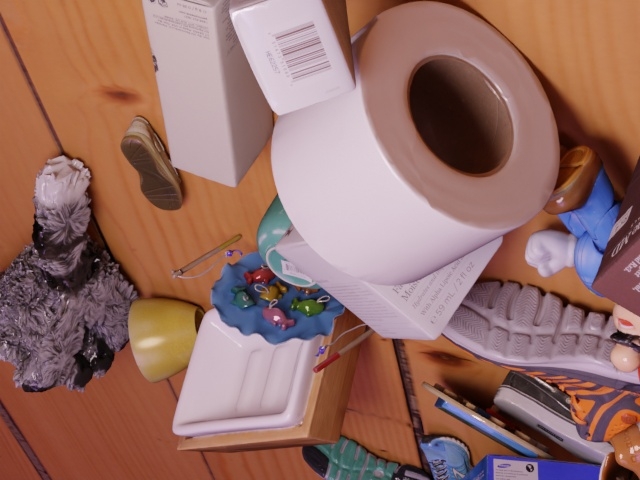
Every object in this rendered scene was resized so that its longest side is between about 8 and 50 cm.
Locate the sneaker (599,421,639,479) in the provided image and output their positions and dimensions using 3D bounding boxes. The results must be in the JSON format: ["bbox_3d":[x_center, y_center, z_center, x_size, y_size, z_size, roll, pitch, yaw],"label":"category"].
[{"bbox_3d":[0.408,0.299,1.470,0.123,0.106,0.290,-16,140,6],"label":"sneaker"}]

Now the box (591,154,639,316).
[{"bbox_3d":[0.387,-0.025,1.100,0.167,0.203,0.168,31,144,0],"label":"box"}]

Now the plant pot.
[{"bbox_3d":[-0.226,0.145,1.826,0.095,0.134,0.134,-14,131,12],"label":"plant pot"}]

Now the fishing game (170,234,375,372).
[{"bbox_3d":[-0.050,0.066,1.546,0.264,0.189,0.041,33,133,29],"label":"fishing game"}]

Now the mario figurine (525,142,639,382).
[{"bbox_3d":[0.315,0.056,1.264,0.170,0.198,0.320,-34,108,28],"label":"mario figurine"}]

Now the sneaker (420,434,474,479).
[{"bbox_3d":[0.200,0.360,1.815,0.063,0.073,0.162,-6,132,40],"label":"sneaker"}]

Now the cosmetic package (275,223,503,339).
[{"bbox_3d":[0.077,0.002,1.364,0.183,0.151,0.151,39,165,-14],"label":"cosmetic package"}]

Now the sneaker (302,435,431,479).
[{"bbox_3d":[0.071,0.395,1.946,0.223,0.083,0.098,21,149,11],"label":"sneaker"}]

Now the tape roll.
[{"bbox_3d":[0.094,-0.094,1.187,0.246,0.246,0.169,39,144,-13],"label":"tape roll"}]

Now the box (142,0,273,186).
[{"bbox_3d":[-0.122,-0.198,1.328,0.094,0.113,0.275,19,142,16],"label":"box"}]

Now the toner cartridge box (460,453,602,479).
[{"bbox_3d":[0.268,0.387,1.666,0.165,0.075,0.348,8,154,-5],"label":"toner cartridge box"}]

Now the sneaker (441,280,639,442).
[{"bbox_3d":[0.297,0.166,1.464,0.321,0.125,0.180,15,141,20],"label":"sneaker"}]

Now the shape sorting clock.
[{"bbox_3d":[0.231,0.245,1.616,0.206,0.040,0.206,29,173,4],"label":"shape sorting clock"}]

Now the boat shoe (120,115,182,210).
[{"bbox_3d":[-0.221,-0.100,1.584,0.056,0.048,0.153,-4,141,22],"label":"boat shoe"}]

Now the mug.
[{"bbox_3d":[-0.009,-0.004,1.494,0.129,0.097,0.157,41,144,-15],"label":"mug"}]

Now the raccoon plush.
[{"bbox_3d":[-0.452,0.028,1.848,0.299,0.216,0.447,25,117,31],"label":"raccoon plush"}]

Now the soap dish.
[{"bbox_3d":[-0.071,0.193,1.686,0.118,0.229,0.290,32,149,-33],"label":"soap dish"}]

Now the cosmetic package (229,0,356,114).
[{"bbox_3d":[-0.027,-0.233,1.105,0.085,0.231,0.117,-17,126,9],"label":"cosmetic package"}]

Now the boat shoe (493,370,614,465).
[{"bbox_3d":[0.340,0.239,1.563,0.219,0.070,0.078,31,162,7],"label":"boat shoe"}]
